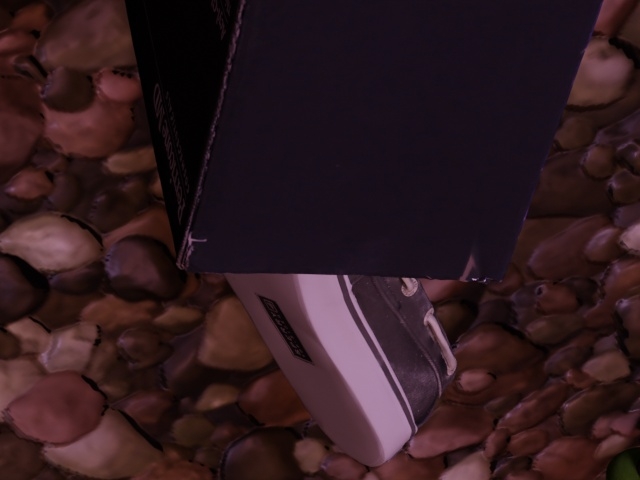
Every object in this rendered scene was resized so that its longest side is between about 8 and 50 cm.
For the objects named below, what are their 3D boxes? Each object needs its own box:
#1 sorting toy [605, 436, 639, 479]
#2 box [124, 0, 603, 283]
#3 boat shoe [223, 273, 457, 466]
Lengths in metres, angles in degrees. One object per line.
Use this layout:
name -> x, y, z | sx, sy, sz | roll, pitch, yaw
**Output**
sorting toy -> 0.187, 0.103, 0.988 | 0.102, 0.061, 0.042 | -11, 137, -37
box -> 0.002, -0.141, 0.584 | 0.103, 0.261, 0.184 | 4, 130, -18
boat shoe -> 0.000, 0.000, 0.848 | 0.070, 0.078, 0.219 | -43, 133, -22
